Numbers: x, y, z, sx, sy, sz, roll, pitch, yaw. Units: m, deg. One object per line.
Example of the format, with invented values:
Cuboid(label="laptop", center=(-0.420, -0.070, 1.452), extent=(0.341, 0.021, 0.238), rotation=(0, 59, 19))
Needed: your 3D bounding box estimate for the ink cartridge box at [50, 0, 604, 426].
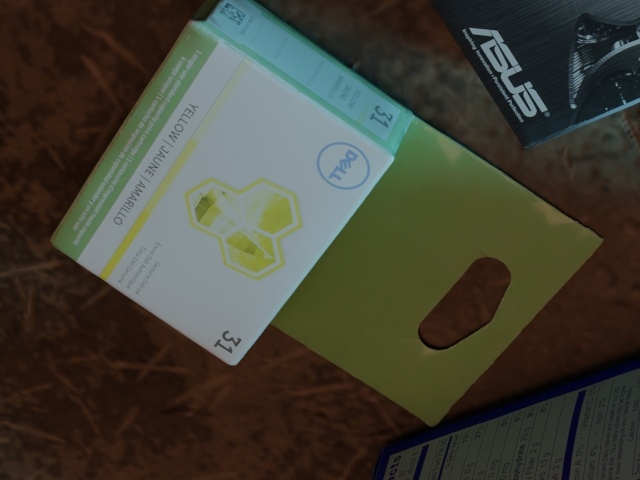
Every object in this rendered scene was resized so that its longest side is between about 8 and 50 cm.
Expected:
Cuboid(label="ink cartridge box", center=(0.000, 0.000, 0.934), extent=(0.235, 0.056, 0.171), rotation=(35, 126, -4))

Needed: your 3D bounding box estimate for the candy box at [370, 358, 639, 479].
Cuboid(label="candy box", center=(0.214, 0.195, 0.953), extent=(0.317, 0.122, 0.268), rotation=(-23, 114, 31))

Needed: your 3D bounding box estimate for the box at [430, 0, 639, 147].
Cuboid(label="box", center=(0.112, -0.173, 0.775), extent=(0.183, 0.056, 0.231), rotation=(-22, 114, 30))
